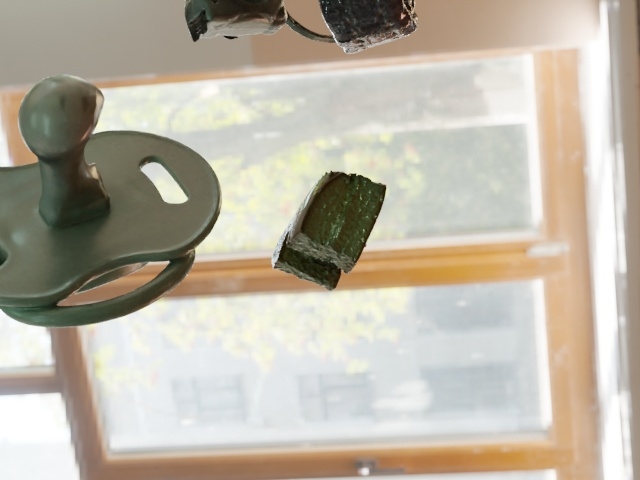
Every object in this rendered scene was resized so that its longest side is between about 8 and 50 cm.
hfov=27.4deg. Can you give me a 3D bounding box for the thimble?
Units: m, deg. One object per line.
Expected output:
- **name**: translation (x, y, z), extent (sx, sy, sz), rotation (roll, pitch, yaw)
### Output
- **thimble**: translation (0.050, -0.301, 1.553), extent (0.150, 0.098, 0.150), rotation (-18, -90, -77)

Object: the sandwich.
- **sandwich**: translation (0.000, 0.000, 1.689), extent (0.244, 0.090, 0.088), rotation (130, 157, -57)

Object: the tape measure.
- **tape measure**: translation (-0.054, -0.352, 1.828), extent (0.330, 0.084, 0.164), rotation (-11, -98, -40)

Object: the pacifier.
- **pacifier**: translation (-0.272, -0.058, 1.463), extent (0.288, 0.343, 0.269), rotation (48, 152, 36)
